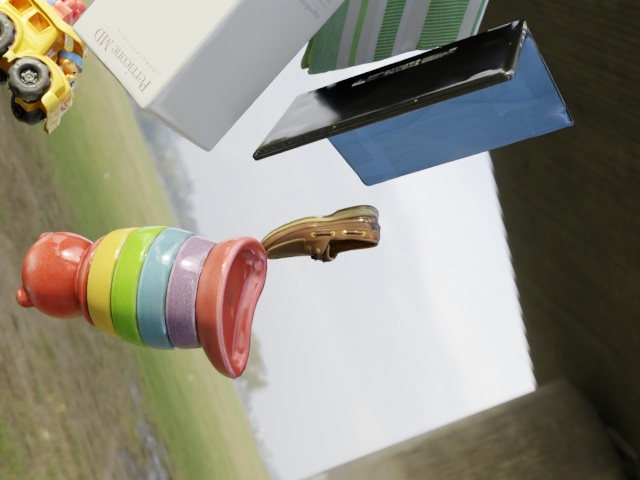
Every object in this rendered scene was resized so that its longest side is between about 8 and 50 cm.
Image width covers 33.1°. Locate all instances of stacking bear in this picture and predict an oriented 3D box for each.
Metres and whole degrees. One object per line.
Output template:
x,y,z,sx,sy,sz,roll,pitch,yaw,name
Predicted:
-0.234,0.056,1.346,0.164,0.289,0.175,63,36,-65,stacking bear

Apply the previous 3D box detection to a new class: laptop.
0.161,-0.157,1.644,0.236,0.382,0.408,66,23,-19,laptop

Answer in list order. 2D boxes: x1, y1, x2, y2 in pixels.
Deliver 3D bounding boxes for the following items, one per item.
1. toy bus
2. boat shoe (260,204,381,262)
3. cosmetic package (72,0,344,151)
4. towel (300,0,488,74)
-0.453,-0.316,1.754,0.220,0.211,0.149,46,-21,2,toy bus
0.000,0.000,1.535,0.064,0.178,0.060,53,25,-64,boat shoe
-0.110,-0.379,1.522,0.230,0.453,0.161,46,8,34,cosmetic package
0.133,-0.379,1.721,0.248,0.325,0.038,105,-36,-57,towel
